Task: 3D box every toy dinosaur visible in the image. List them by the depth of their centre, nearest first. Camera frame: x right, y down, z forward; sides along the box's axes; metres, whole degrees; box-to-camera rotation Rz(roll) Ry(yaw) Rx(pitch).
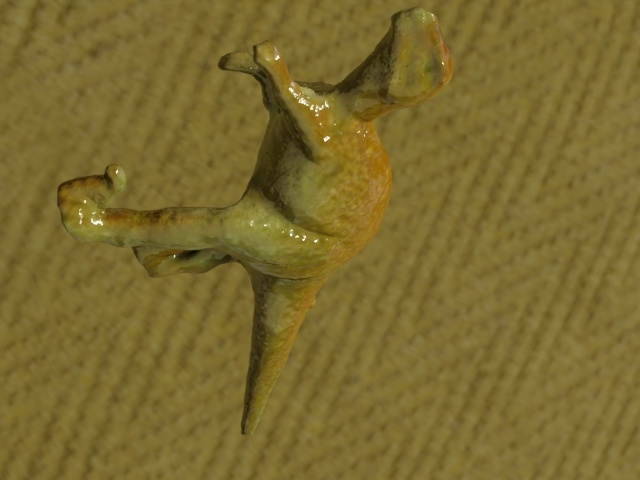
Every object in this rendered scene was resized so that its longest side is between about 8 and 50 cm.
[{"bbox_3d":[0.000,0.000,0.491,0.126,0.039,0.162,-14,135,18],"label":"toy dinosaur"}]
